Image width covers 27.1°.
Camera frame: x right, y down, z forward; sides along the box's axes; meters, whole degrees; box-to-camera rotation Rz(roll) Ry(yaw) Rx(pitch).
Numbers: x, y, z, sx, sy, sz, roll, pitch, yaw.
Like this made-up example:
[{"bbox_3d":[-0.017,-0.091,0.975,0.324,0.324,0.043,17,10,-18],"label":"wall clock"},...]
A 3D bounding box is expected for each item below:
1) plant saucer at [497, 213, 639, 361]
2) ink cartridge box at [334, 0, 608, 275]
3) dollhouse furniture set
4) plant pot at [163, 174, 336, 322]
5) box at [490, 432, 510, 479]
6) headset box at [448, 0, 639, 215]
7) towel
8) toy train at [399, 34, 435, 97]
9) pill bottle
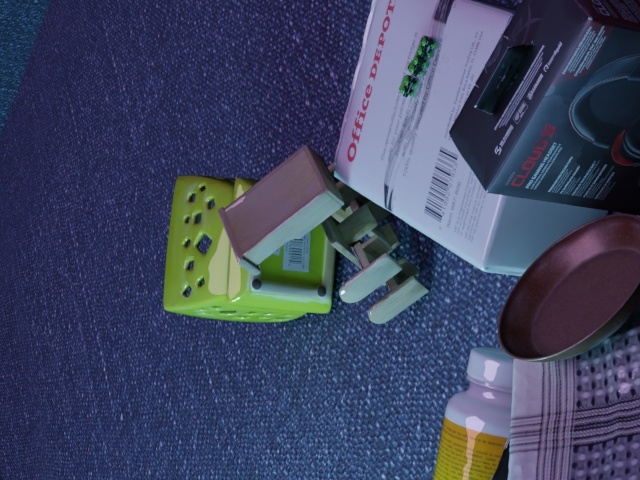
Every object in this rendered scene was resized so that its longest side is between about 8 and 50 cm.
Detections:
[{"bbox_3d":[0.273,0.057,1.386,0.198,0.036,0.198,-38,22,18],"label":"plant saucer"},{"bbox_3d":[0.198,-0.152,1.662,0.395,0.166,0.285,37,116,57],"label":"ink cartridge box"},{"bbox_3d":[0.000,0.000,1.880,0.161,0.242,0.212,-37,46,14],"label":"dollhouse furniture set"},{"bbox_3d":[-0.097,0.013,2.112,0.207,0.227,0.228,-5,79,54],"label":"plant pot"},{"bbox_3d":[0.338,0.191,1.367,0.322,0.079,0.257,14,81,61],"label":"box"},{"bbox_3d":[0.290,-0.148,1.368,0.218,0.293,0.110,-62,35,32],"label":"headset box"},{"bbox_3d":[0.301,0.189,1.292,0.312,0.056,0.324,-24,46,49],"label":"towel"},{"bbox_3d":[0.118,-0.215,1.631,0.023,0.017,0.083,-112,40,-58],"label":"toy train"},{"bbox_3d":[0.209,0.258,1.589,0.136,0.136,0.245,19,101,60],"label":"pill bottle"}]
